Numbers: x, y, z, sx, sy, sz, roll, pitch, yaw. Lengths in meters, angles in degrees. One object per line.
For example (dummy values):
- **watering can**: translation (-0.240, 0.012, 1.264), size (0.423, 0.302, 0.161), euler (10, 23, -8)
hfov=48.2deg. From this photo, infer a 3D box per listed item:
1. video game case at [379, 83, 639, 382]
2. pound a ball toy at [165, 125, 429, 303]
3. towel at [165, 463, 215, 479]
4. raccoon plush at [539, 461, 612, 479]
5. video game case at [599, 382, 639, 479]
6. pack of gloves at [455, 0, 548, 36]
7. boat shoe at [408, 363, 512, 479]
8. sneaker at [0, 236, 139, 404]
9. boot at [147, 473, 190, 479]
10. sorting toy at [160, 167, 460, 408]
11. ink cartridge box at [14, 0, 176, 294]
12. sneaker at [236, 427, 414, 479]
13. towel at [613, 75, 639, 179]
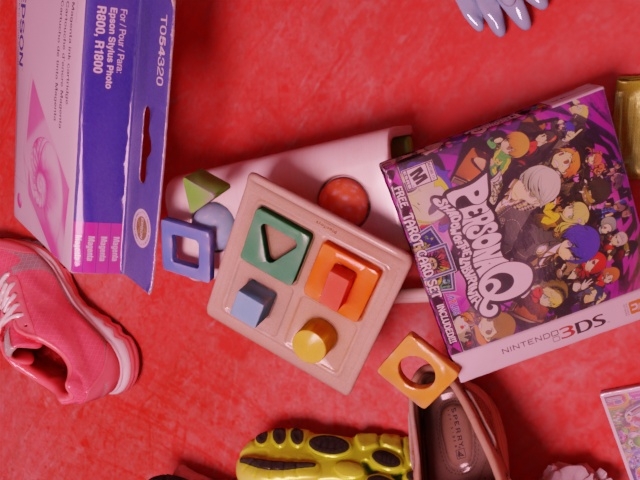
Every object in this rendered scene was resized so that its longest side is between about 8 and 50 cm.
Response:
- **video game case**: translation (0.192, -0.002, 0.681), size (0.210, 0.042, 0.232), euler (-20, 105, 3)
- **pound a ball toy**: translation (0.000, 0.000, 0.782), size (0.319, 0.136, 0.208), euler (-8, 97, 26)
- **towel**: translation (-0.117, 0.516, 0.995), size (0.317, 0.053, 0.331), euler (24, 111, 18)
- **raccoon plush**: translation (0.287, 0.495, 0.772), size (0.216, 0.299, 0.446), euler (13, 67, 16)
- **video game case**: translation (0.351, 0.204, 0.735), size (0.087, 0.011, 0.122), euler (-19, 93, 27)
- **pack of gloves**: translation (0.181, -0.294, 0.623), size (0.195, 0.046, 0.232), euler (-22, 123, 29)
- **boat shoe**: translation (0.143, 0.285, 0.690), size (0.122, 0.110, 0.341), euler (-26, 50, 18)
- **sneaker**: translation (-0.393, 0.104, 0.984), size (0.314, 0.136, 0.116), euler (39, 113, 13)
- **boot**: translation (-0.139, 0.421, 0.910), size (0.237, 0.085, 0.178), euler (17, 108, 26)
- **sorting toy**: translation (-0.023, 0.054, 0.711), size (0.348, 0.047, 0.196), euler (28, 123, 13)
- **ink cartridge box**: translation (-0.284, -0.137, 0.844), size (0.330, 0.072, 0.323), euler (26, 113, 49)
- **sneaker**: translation (0.046, 0.301, 0.860), size (0.296, 0.109, 0.123), euler (6, 129, 20)
- **towel**: translation (0.391, -0.102, 0.644), size (0.237, 0.021, 0.102), euler (3, 102, 24)
